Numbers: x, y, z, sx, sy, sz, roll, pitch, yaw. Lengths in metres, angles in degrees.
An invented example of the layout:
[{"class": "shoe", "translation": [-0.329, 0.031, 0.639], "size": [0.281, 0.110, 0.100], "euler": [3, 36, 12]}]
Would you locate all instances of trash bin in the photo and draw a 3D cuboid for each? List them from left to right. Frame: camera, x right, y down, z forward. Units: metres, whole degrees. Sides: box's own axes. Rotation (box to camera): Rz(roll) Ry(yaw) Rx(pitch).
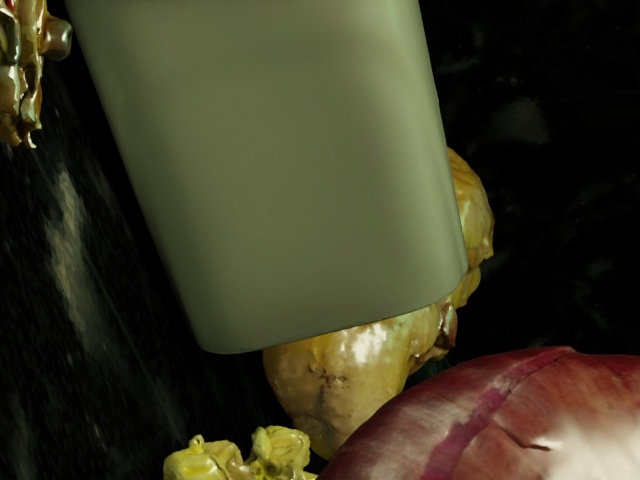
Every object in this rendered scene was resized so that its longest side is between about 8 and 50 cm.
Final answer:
[{"class": "trash bin", "translation": [-0.028, -0.085, 1.153], "size": [0.220, 0.219, 0.250], "euler": [-86, 162, -69]}]

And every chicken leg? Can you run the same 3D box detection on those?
[{"class": "chicken leg", "translation": [0.000, 0.000, 1.392], "size": [0.409, 0.182, 0.295], "euler": [50, 36, -52]}]

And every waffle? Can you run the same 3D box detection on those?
[{"class": "waffle", "translation": [-0.031, 0.160, 1.029], "size": [0.194, 0.051, 0.149], "euler": [38, 32, -68]}]

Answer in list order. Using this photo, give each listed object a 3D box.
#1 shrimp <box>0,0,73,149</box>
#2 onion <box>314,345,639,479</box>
[{"class": "shrimp", "translation": [-0.173, -0.178, 0.864], "size": [0.294, 0.062, 0.154], "euler": [68, 19, 6]}, {"class": "onion", "translation": [0.124, 0.226, 0.956], "size": [0.285, 0.347, 0.348], "euler": [-47, -123, 60]}]
